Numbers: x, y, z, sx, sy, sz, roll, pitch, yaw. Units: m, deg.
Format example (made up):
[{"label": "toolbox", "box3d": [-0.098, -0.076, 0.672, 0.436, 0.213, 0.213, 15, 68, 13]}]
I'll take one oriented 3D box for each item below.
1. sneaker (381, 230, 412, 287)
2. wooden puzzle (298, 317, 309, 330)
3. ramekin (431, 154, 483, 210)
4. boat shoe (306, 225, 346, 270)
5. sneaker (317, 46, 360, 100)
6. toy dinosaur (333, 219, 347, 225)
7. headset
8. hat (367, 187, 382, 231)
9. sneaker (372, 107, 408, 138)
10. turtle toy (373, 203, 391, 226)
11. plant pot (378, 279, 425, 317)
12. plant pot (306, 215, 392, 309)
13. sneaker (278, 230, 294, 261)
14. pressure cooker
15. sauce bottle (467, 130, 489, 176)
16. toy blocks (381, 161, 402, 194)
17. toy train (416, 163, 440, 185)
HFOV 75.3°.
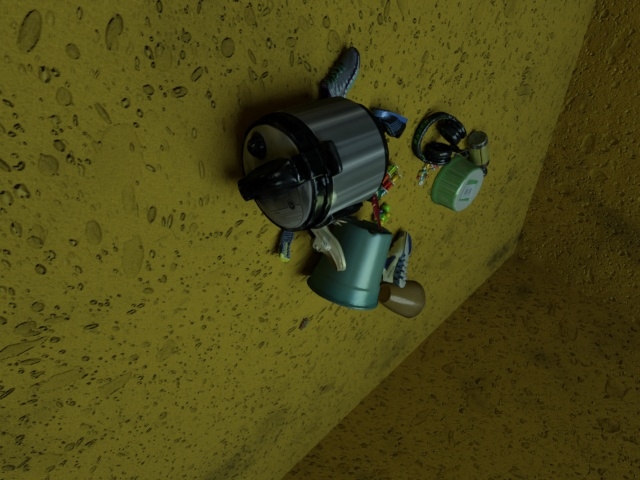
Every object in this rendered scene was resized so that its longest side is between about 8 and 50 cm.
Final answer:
[{"label": "sneaker", "box3d": [0.390, 0.094, 2.285, 0.127, 0.182, 0.316, 42, 58, -57]}, {"label": "wooden puzzle", "box3d": [-0.086, 0.433, 2.141, 0.049, 0.006, 0.083, 5, 116, -50]}, {"label": "ramekin", "box3d": [0.779, -0.312, 2.341, 0.303, 0.148, 0.303, -29, 139, -29]}, {"label": "boat shoe", "box3d": [0.000, 0.000, 1.663, 0.098, 0.302, 0.109, -30, -175, -18]}, {"label": "sneaker", "box3d": [0.055, -0.537, 1.385, 0.098, 0.083, 0.224, -2, 123, -42]}, {"label": "toy dinosaur", "box3d": [0.088, -0.164, 1.556, 0.295, 0.200, 0.127, -35, 128, 7]}, {"label": "headset", "box3d": [0.594, -0.486, 2.029, 0.394, 0.185, 0.243, 12, 116, -36]}, {"label": "hat", "box3d": [0.256, -0.192, 1.777, 0.208, 0.183, 0.173, -59, 173, 25]}, {"label": "sneaker", "box3d": [0.280, -0.475, 1.691, 0.232, 0.081, 0.090, -1, 114, -50]}, {"label": "turtle toy", "box3d": [0.305, -0.122, 2.042, 0.130, 0.066, 0.095, -50, 168, -8]}, {"label": "plant pot", "box3d": [0.468, 0.341, 2.524, 0.254, 0.237, 0.237, 16, 109, -39]}, {"label": "plant pot", "box3d": [0.149, 0.081, 1.849, 0.341, 0.341, 0.334, 3, 110, -49]}, {"label": "sneaker", "box3d": [-0.143, 0.010, 1.671, 0.053, 0.059, 0.144, 10, 99, -18]}, {"label": "pressure cooker", "box3d": [-0.047, -0.229, 1.284, 0.420, 0.375, 0.370, -28, 150, -37]}, {"label": "sauce bottle", "box3d": [0.909, -0.481, 2.376, 0.111, 0.111, 0.344, -48, 146, -6]}, {"label": "toy blocks", "box3d": [0.303, -0.273, 1.918, 0.148, 0.054, 0.123, -48, 146, -5]}, {"label": "toy train", "box3d": [0.571, -0.360, 2.152, 0.166, 0.046, 0.125, -52, 145, -1]}]
